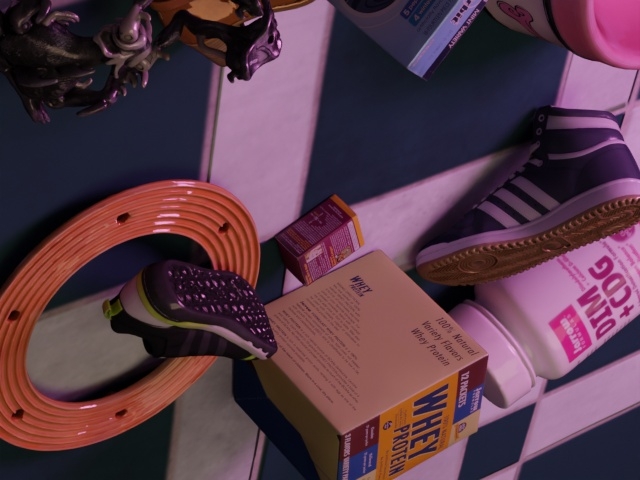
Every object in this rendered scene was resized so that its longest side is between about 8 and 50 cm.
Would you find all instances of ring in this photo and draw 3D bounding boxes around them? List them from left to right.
[{"bbox_3d":[-0.205,0.074,1.849,0.336,0.032,0.337,-27,142,-23],"label":"ring"}]

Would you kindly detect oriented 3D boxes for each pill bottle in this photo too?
[{"bbox_3d":[0.289,0.067,2.238,0.283,0.160,0.160,-38,145,-10],"label":"pill bottle"}]

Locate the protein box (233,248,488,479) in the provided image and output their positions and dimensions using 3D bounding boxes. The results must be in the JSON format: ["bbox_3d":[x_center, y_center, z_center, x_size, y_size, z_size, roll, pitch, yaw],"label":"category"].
[{"bbox_3d":[0.041,0.151,2.034,0.201,0.200,0.136,-26,142,-26],"label":"protein box"}]

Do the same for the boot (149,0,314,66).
[{"bbox_3d":[-0.066,-0.255,1.622,0.197,0.073,0.152,-48,141,0],"label":"boot"}]

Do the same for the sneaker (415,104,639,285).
[{"bbox_3d":[0.232,-0.056,2.129,0.282,0.153,0.099,-20,153,18],"label":"sneaker"}]

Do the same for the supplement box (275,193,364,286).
[{"bbox_3d":[0.000,0.000,1.974,0.083,0.043,0.055,-35,145,-15],"label":"supplement box"}]

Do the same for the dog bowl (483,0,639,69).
[{"bbox_3d":[0.347,-0.352,1.880,0.408,0.150,0.408,-27,141,-25],"label":"dog bowl"}]

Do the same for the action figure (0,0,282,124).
[{"bbox_3d":[-0.174,-0.183,1.512,0.275,0.141,0.164,-7,136,8],"label":"action figure"}]

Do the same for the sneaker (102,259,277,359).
[{"bbox_3d":[-0.135,0.077,1.853,0.097,0.084,0.234,-30,150,21],"label":"sneaker"}]

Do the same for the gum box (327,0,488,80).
[{"bbox_3d":[0.077,-0.259,1.662,0.157,0.184,0.041,-52,145,10],"label":"gum box"}]
